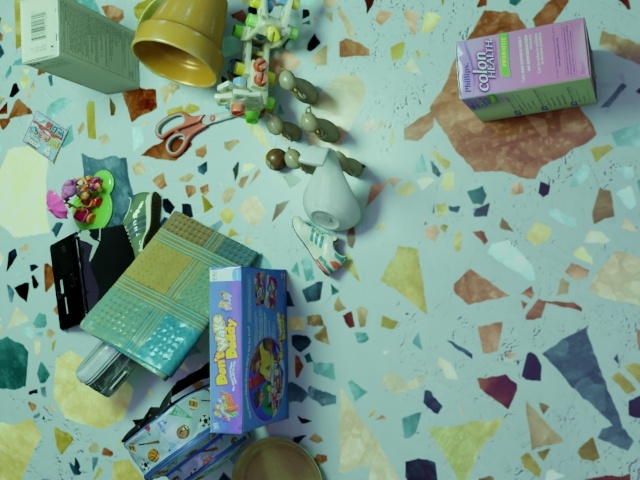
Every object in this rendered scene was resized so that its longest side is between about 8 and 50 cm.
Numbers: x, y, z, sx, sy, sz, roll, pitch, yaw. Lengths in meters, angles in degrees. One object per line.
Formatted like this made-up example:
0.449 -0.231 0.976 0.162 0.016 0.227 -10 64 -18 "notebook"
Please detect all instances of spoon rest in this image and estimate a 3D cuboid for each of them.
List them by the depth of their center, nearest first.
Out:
0.015 -0.112 1.693 0.137 0.276 0.084 13 60 17 "spoon rest"

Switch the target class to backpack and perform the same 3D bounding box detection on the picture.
-0.305 0.439 1.770 0.276 0.263 0.213 -44 72 13 "backpack"

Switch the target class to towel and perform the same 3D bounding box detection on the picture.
-0.352 0.121 1.849 0.271 0.040 0.370 27 67 22 "towel"

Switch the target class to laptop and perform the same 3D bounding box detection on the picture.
-0.578 0.096 2.044 0.264 0.136 0.234 -19 77 46 "laptop"

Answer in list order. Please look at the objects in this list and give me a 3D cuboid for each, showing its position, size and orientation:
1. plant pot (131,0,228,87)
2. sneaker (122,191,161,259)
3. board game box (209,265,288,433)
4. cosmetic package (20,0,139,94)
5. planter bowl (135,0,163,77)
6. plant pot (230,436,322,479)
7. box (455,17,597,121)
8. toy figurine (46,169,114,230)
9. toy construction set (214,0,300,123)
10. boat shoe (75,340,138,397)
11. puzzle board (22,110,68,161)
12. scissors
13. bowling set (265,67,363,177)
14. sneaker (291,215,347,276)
-0.301 -0.482 1.792 0.205 0.205 0.188 12 75 23 "plant pot"
-0.458 -0.030 1.975 0.086 0.064 0.192 3 81 21 "sneaker"
-0.154 0.234 1.739 0.078 0.233 0.347 -3 85 22 "board game box"
-0.582 -0.475 1.926 0.113 0.309 0.160 -6 83 21 "cosmetic package"
-0.340 -0.498 1.941 0.217 0.090 0.217 -1 88 17 "planter bowl"
-0.096 0.568 1.800 0.236 0.032 0.236 -2 86 22 "plant pot"
0.412 -0.331 1.554 0.243 0.213 0.117 -7 84 23 "box"
-0.620 -0.109 1.996 0.130 0.159 0.173 29 97 22 "toy figurine"
-0.144 -0.395 1.783 0.215 0.151 0.328 -31 38 56 "toy construction set"
-0.446 0.238 1.926 0.335 0.121 0.119 -45 113 -3 "boat shoe"
-0.754 -0.285 2.144 0.128 0.011 0.096 32 98 22 "puzzle board"
-0.284 -0.306 1.945 0.297 0.021 0.109 -26 75 20 "scissors"
-0.054 -0.217 1.771 0.200 0.154 0.287 -37 73 16 "bowling set"
0.000 0.000 1.794 0.075 0.057 0.161 -34 73 1 "sneaker"
